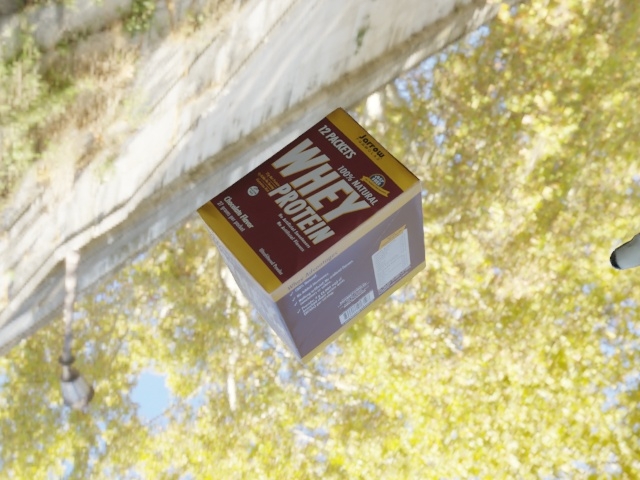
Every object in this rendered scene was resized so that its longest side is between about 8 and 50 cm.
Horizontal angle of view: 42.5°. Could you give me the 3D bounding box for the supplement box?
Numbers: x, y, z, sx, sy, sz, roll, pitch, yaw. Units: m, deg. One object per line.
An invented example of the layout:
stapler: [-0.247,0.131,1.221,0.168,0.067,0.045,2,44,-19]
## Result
supplement box: [0.000,0.000,0.896,0.191,0.194,0.129,-37,-118,-12]

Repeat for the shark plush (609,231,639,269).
shark plush: [0.242,-0.007,0.491,0.067,0.161,0.073,11,-153,-27]
